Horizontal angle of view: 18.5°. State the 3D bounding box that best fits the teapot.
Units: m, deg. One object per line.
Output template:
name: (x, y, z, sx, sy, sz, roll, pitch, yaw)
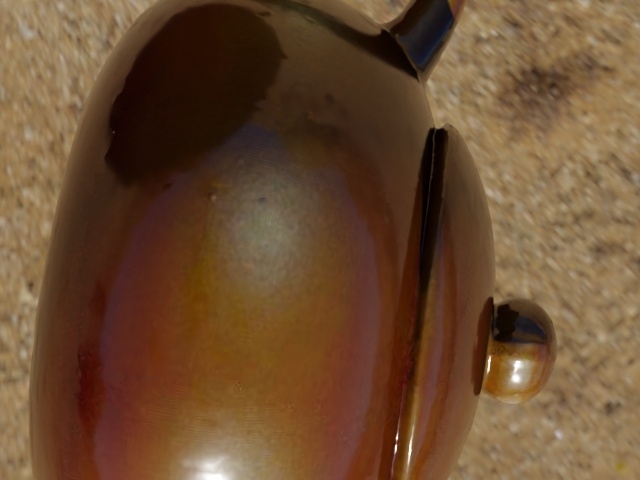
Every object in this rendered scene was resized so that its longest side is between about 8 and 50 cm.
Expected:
teapot: (0.000, 0.000, 0.531, 0.135, 0.178, 0.252, 11, 86, -3)
